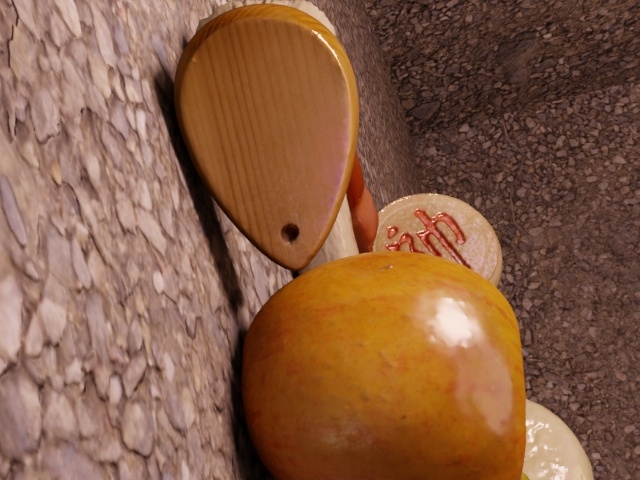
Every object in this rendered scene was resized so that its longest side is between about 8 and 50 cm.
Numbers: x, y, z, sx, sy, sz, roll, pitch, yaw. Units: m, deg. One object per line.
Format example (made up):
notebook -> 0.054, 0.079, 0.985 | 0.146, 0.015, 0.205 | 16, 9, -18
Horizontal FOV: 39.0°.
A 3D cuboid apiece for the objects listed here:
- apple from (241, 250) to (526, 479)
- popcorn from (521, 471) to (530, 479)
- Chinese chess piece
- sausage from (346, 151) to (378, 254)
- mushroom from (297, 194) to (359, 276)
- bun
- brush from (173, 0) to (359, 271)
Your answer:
apple -> 0.065, 0.158, 0.912 | 0.299, 0.275, 0.298 | -4, 90, -88
popcorn -> 0.177, 0.395, 1.136 | 0.336, 0.279, 0.274 | 31, 22, -6
Chinese chess piece -> 0.203, 0.039, 1.691 | 0.112, 0.270, 0.270 | 90, -4, -54
sausage -> 0.019, -0.100, 1.402 | 0.348, 0.094, 0.097 | 69, 27, -42
mushroom -> 0.000, 0.000, 1.195 | 0.123, 0.095, 0.351 | -50, 126, -54
bun -> 0.232, 0.395, 1.386 | 0.213, 0.361, 0.360 | 10, 61, -39
brush -> -0.048, -0.109, 0.918 | 0.166, 0.174, 0.266 | -99, -179, -74
